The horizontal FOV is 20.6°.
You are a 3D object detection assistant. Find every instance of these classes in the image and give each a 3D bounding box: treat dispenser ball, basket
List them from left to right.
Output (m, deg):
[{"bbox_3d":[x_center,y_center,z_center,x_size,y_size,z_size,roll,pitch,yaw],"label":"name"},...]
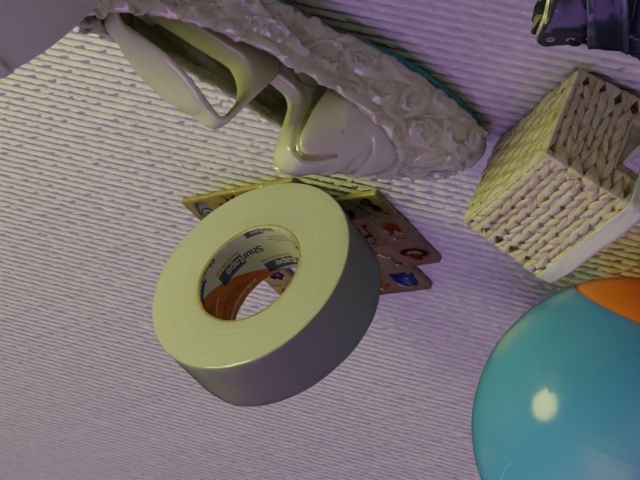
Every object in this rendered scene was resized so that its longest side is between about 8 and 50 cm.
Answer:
[{"bbox_3d":[0.211,-0.056,1.504,0.103,0.113,0.167,31,149,-10],"label":"basket"},{"bbox_3d":[0.286,0.178,1.656,0.288,0.288,0.288,15,149,9],"label":"treat dispenser ball"}]

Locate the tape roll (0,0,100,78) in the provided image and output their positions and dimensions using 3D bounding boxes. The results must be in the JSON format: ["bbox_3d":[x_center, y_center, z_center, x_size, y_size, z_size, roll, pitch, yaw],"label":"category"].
[{"bbox_3d":[-0.284,-0.258,1.351,0.246,0.246,0.169,-1,144,33],"label":"tape roll"}]

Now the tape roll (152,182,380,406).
[{"bbox_3d":[-0.053,0.051,1.711,0.219,0.219,0.072,-3,142,35],"label":"tape roll"}]

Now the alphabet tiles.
[{"bbox_3d":[0.000,0.000,1.823,0.237,0.009,0.198,-10,138,40],"label":"alphabet tiles"}]

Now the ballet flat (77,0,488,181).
[{"bbox_3d":[-0.047,-0.134,1.516,0.409,0.147,0.147,31,148,-18],"label":"ballet flat"}]

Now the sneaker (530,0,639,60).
[{"bbox_3d":[0.247,-0.146,1.344,0.163,0.086,0.226,-1,135,14],"label":"sneaker"}]
